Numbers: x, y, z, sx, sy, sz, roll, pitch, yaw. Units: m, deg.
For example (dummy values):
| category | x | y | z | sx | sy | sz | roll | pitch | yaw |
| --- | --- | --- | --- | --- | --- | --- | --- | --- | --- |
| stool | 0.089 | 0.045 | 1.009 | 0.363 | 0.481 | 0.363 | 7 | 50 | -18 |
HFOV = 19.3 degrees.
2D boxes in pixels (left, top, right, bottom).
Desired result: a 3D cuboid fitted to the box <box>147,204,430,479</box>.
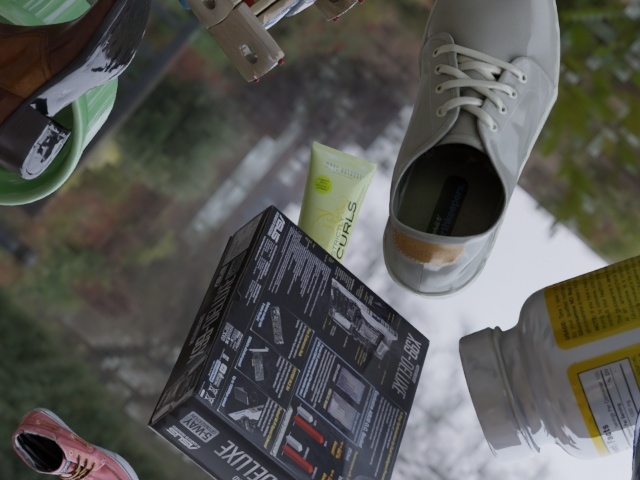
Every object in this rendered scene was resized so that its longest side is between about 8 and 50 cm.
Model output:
| category | x | y | z | sx | sy | sz | roll | pitch | yaw |
| --- | --- | --- | --- | --- | --- | --- | --- | --- | --- |
| box | -0.022 | 0.143 | 1.930 | 0.076 | 0.242 | 0.307 | -36 | -158 | 36 |

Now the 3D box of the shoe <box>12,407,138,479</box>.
| category | x | y | z | sx | sy | sz | roll | pitch | yaw |
| --- | --- | --- | --- | --- | --- | --- | --- | --- | --- |
| shoe | -0.312 | 0.284 | 2.377 | 0.063 | 0.178 | 0.081 | -51 | -176 | 14 |

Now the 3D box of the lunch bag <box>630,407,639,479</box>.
| category | x | y | z | sx | sy | sz | roll | pitch | yaw |
| --- | --- | --- | --- | --- | --- | --- | --- | --- | --- |
| lunch bag | 0.431 | 0.244 | 1.653 | 0.385 | 0.328 | 0.239 | 67 | 28 | -68 |

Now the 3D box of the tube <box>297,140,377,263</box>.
| category | x | y | z | sx | sy | sz | roll | pitch | yaw |
| --- | --- | --- | --- | --- | --- | --- | --- | --- | --- |
| tube | 0.000 | 0.000 | 2.378 | 0.070 | 0.062 | 0.240 | 35 | 67 | -59 |

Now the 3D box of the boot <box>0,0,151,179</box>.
| category | x | y | z | sx | sy | sz | roll | pitch | yaw |
| --- | --- | --- | --- | --- | --- | --- | --- | --- | --- |
| boot | -0.353 | -0.238 | 2.054 | 0.264 | 0.280 | 0.096 | -56 | 163 | 1 |

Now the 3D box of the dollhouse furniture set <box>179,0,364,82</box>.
| category | x | y | z | sx | sy | sz | roll | pitch | yaw |
| --- | --- | --- | --- | --- | --- | --- | --- | --- | --- |
| dollhouse furniture set | -0.075 | -0.222 | 1.799 | 0.129 | 0.129 | 0.184 | -40 | -173 | -31 |

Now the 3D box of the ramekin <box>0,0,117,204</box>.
| category | x | y | z | sx | sy | sz | roll | pitch | yaw |
| --- | --- | --- | --- | --- | --- | --- | --- | --- | --- |
| ramekin | -0.408 | -0.211 | 2.401 | 0.303 | 0.303 | 0.148 | -43 | -173 | 39 |

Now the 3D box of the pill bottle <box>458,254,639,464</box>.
| category | x | y | z | sx | sy | sz | roll | pitch | yaw |
| --- | --- | --- | --- | --- | --- | --- | --- | --- | --- |
| pill bottle | 0.321 | 0.114 | 1.927 | 0.334 | 0.188 | 0.188 | -19 | -165 | 11 |

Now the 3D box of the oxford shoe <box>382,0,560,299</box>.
| category | x | y | z | sx | sy | sz | roll | pitch | yaw |
| --- | --- | --- | --- | --- | --- | --- | --- | --- | --- |
| oxford shoe | 0.175 | -0.151 | 2.127 | 0.130 | 0.169 | 0.449 | 83 | 22 | -68 |
